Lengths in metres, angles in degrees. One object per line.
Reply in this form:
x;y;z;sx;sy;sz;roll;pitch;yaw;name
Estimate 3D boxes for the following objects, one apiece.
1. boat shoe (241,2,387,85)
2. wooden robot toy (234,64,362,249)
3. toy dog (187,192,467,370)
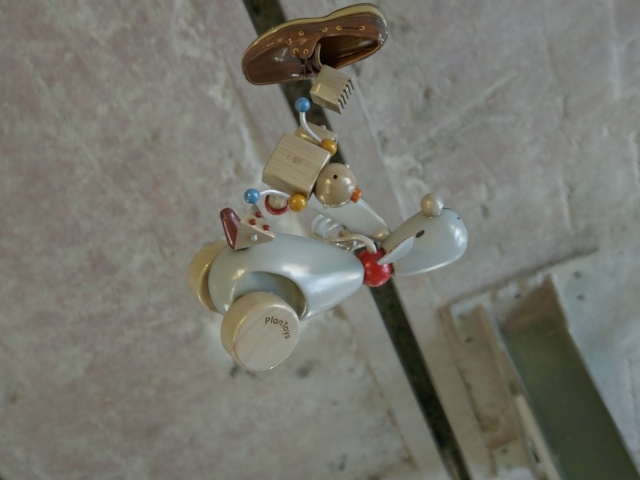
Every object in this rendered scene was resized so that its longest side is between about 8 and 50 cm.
-0.009;-0.216;1.339;0.178;0.060;0.064;-17;129;12;boat shoe
0.000;-0.053;0.952;0.079;0.173;0.076;24;156;10;wooden robot toy
0.000;0.000;1.302;0.334;0.220;0.161;-34;133;-37;toy dog
